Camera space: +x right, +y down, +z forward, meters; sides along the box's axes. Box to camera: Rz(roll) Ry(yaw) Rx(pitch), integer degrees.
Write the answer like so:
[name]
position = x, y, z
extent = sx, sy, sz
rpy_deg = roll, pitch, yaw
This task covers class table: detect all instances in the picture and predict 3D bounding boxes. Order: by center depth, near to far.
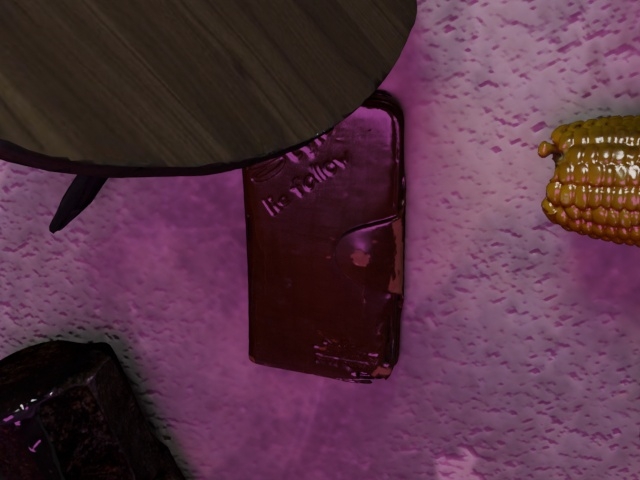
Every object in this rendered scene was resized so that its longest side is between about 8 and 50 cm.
[table]
position = -0.165, -0.089, 0.525
extent = 0.249, 0.317, 0.317
rpy_deg = -31, 107, 34

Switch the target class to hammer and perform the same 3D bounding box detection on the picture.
[hammer]
position = -0.263, 0.209, 0.862
extent = 0.409, 0.095, 0.242
rpy_deg = -14, 115, 28

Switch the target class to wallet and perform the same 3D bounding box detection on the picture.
[wallet]
position = 0.000, 0.000, 0.690
extent = 0.095, 0.026, 0.176
rpy_deg = 8, 120, 13

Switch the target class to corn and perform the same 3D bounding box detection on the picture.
[corn]
position = 0.207, -0.024, 0.595
extent = 0.207, 0.068, 0.068
rpy_deg = 4, 120, 12
